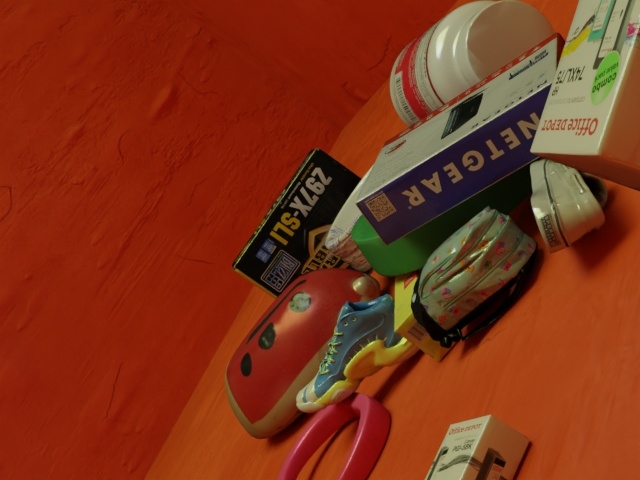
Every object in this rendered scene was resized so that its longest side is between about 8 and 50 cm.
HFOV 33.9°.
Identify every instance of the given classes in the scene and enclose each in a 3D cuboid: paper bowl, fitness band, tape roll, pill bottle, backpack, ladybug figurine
[{"bbox_3d":[0.147,-0.061,2.073,0.284,0.148,0.284,-54,8,12],"label":"paper bowl"},{"bbox_3d":[0.015,0.330,1.628,0.209,0.054,0.291,-57,10,-13],"label":"fitness band"},{"bbox_3d":[0.202,-0.067,1.695,0.321,0.077,0.321,-34,12,8],"label":"tape roll"},{"bbox_3d":[0.292,-0.328,2.025,0.229,0.229,0.407,-56,9,-8],"label":"pill bottle"},{"bbox_3d":[0.211,0.042,1.452,0.182,0.115,0.152,-45,10,37],"label":"backpack"},{"bbox_3d":[-0.048,0.206,2.075,0.449,0.162,0.305,-50,10,30],"label":"ladybug figurine"}]

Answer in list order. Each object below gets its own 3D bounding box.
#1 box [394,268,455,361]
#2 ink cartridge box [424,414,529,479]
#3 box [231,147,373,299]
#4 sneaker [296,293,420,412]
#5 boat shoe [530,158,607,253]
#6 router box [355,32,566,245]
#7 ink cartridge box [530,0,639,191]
[{"bbox_3d":[0.162,0.094,1.615,0.058,0.087,0.232,-51,8,20],"label":"box"},{"bbox_3d":[0.154,0.261,1.123,0.135,0.056,0.099,-60,9,-25],"label":"ink cartridge box"},{"bbox_3d":[0.000,0.000,2.279,0.322,0.257,0.079,-55,8,-2],"label":"box"},{"bbox_3d":[0.042,0.168,1.658,0.240,0.126,0.091,-33,3,8],"label":"sneaker"},{"bbox_3d":[0.320,-0.058,1.339,0.088,0.096,0.267,-20,6,17],"label":"boat shoe"},{"bbox_3d":[0.232,-0.158,1.571,0.335,0.082,0.301,-31,13,22],"label":"router box"},{"bbox_3d":[0.357,-0.180,1.007,0.198,0.197,0.270,-142,70,-81],"label":"ink cartridge box"}]
